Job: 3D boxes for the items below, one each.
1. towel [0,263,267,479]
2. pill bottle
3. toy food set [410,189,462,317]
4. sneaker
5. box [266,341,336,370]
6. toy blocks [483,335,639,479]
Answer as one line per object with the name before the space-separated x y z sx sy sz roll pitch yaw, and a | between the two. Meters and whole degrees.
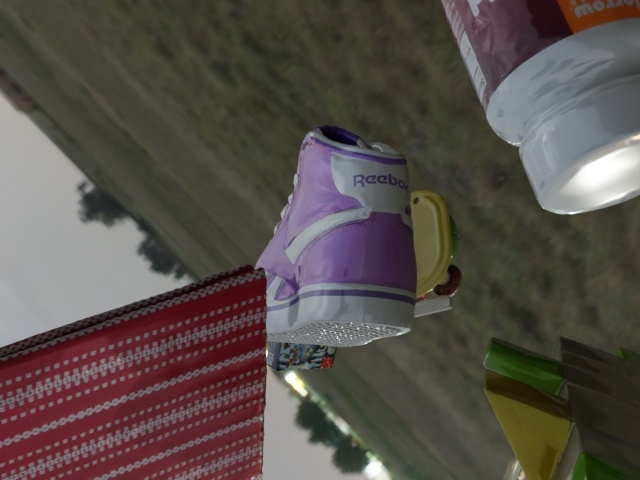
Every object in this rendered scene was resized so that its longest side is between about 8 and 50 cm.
towel | -0.124 0.146 0.682 0.031 0.199 0.274 46 144 40
pill bottle | 0.263 -0.243 1.225 0.224 0.224 0.392 60 -169 -68
toy food set | 0.157 0.033 1.618 0.071 0.128 0.217 32 -134 -40
sneaker | 0.001 0.000 0.851 0.102 0.161 0.282 6 168 -23
box | -0.013 0.096 1.381 0.094 0.137 0.027 1 -164 -40
toy blocks | 0.149 0.219 0.663 0.191 0.260 0.381 20 -171 8
